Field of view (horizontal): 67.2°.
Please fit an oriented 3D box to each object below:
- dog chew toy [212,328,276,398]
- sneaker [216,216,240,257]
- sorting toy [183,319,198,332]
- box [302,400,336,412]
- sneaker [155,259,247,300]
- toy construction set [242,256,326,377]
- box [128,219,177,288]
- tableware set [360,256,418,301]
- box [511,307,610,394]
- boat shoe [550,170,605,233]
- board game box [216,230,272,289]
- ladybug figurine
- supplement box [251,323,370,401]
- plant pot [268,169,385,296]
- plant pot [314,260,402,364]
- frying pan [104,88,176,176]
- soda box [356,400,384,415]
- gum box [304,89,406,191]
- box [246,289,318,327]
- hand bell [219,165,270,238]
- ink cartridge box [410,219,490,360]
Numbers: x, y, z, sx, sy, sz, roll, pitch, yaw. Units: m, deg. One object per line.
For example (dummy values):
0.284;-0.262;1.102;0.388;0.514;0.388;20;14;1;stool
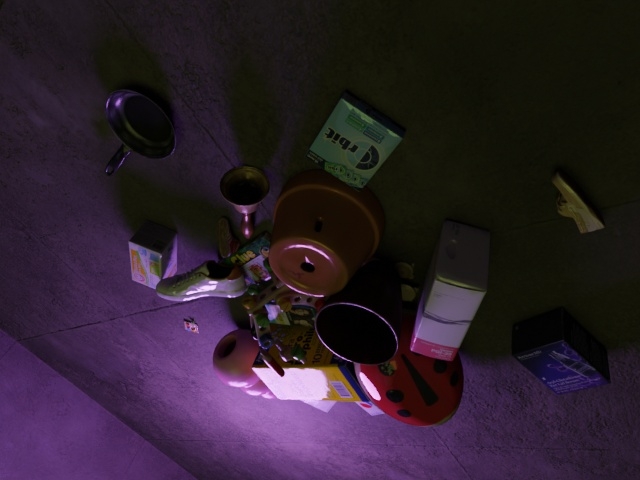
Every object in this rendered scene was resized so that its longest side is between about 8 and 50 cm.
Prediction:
-0.240;0.471;1.769;0.206;0.207;0.332;-13;134;33;dog chew toy
-0.272;-0.014;1.426;0.042;0.067;0.119;4;103;23;sneaker
-0.505;0.331;1.874;0.062;0.012;0.083;17;137;8;sorting toy
-0.006;0.585;1.857;0.137;0.072;0.126;25;137;-1;box
-0.380;0.110;1.498;0.290;0.106;0.123;-5;126;5;sneaker
-0.132;0.187;1.342;0.257;0.309;0.237;-15;136;16;toy construction set
-0.537;0.053;1.553;0.114;0.103;0.203;21;136;3;box
0.193;0.106;1.346;0.168;0.020;0.141;10;130;19;tableware set
0.633;0.297;1.276;0.207;0.108;0.153;38;135;-15;box
0.523;-0.072;1.000;0.170;0.063;0.059;42;128;-19;boat shoe
-0.202;0.069;1.479;0.136;0.030;0.259;45;133;-18;board game box
0.270;0.388;1.403;0.305;0.162;0.449;-37;115;2;ladybug figurine
-0.009;0.391;1.582;0.356;0.194;0.195;-10;127;31;supplement box
0.000;0.000;1.197;0.290;0.203;0.291;12;135;12;plant pot
0.126;0.162;1.251;0.215;0.230;0.215;14;132;16;plant pot
-0.469;-0.256;1.265;0.197;0.053;0.326;26;139;-1;frying pan
0.151;0.545;1.749;0.069;0.074;0.216;-28;117;40;soda box
0.073;-0.216;1.074;0.157;0.041;0.184;32;137;-8;gum box
-0.118;0.221;1.564;0.244;0.060;0.101;2;133;22;box
-0.198;-0.076;1.303;0.126;0.126;0.242;18;149;6;hand bell
0.314;0.126;1.176;0.117;0.207;0.283;15;136;9;ink cartridge box
